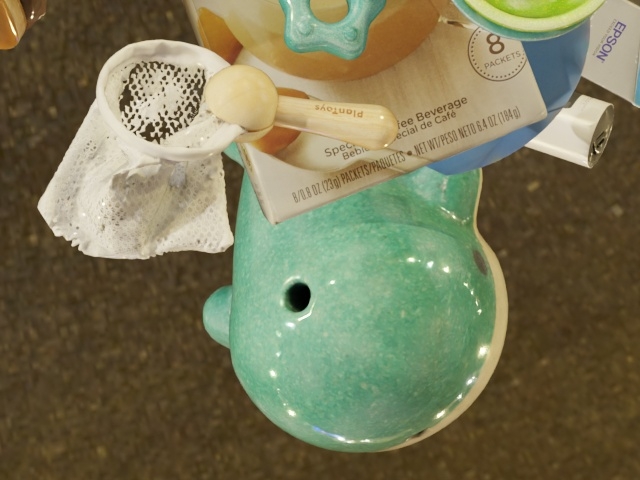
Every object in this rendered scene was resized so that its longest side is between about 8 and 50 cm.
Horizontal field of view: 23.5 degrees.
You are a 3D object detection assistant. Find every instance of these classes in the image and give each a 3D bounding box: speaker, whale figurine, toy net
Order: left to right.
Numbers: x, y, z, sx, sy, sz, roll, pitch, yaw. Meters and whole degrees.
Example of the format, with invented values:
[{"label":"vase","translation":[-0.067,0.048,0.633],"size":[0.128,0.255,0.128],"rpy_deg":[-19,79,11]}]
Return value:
[{"label":"toy net","translation":[-0.009,-0.083,0.560],"size":[0.232,0.122,0.045],"rpy_deg":[-33,176,-8]},{"label":"whale figurine","translation":[0.000,0.000,0.971],"size":[0.216,0.272,0.141],"rpy_deg":[-31,159,22]},{"label":"speaker","translation":[0.165,-0.104,1.243],"size":[0.055,0.136,0.055],"rpy_deg":[-48,150,-40]}]

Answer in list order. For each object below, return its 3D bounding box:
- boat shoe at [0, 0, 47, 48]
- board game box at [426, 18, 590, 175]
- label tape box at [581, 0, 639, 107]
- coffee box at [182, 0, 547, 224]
[{"label":"boat shoe","translation":[-0.205,-0.206,0.914],"size":[0.073,0.073,0.207],"rpy_deg":[22,151,15]},{"label":"board game box","translation":[0.061,-0.113,0.854],"size":[0.168,0.033,0.133],"rpy_deg":[23,120,-19]},{"label":"label tape box","translation":[0.297,-0.290,1.808],"size":[0.347,0.249,0.115],"rpy_deg":[26,116,-4]},{"label":"coffee box","translation":[-0.006,-0.148,0.737],"size":[0.141,0.098,0.246],"rpy_deg":[-22,95,-2]}]
